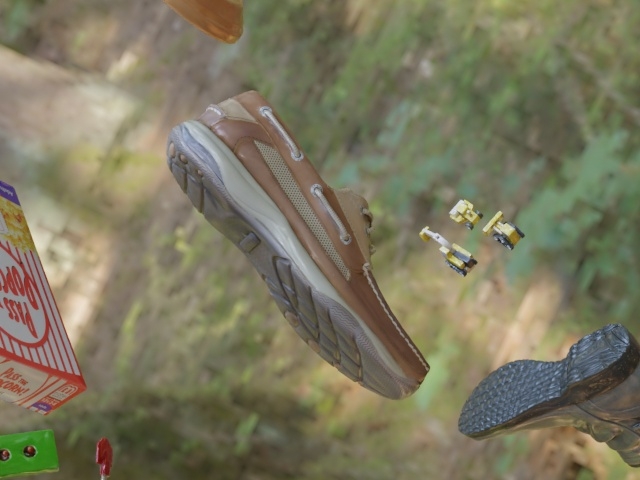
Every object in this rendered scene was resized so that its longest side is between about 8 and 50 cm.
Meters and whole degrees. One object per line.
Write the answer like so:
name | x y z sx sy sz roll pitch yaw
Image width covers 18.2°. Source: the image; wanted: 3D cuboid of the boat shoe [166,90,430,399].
boat shoe | 0.000 0.000 1.805 0.116 0.324 0.123 -41 7 -20

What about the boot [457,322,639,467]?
boot | 0.271 0.185 2.023 0.246 0.161 0.083 -26 33 41

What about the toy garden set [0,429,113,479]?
toy garden set | -0.257 0.311 2.003 0.049 0.204 0.244 113 148 -59

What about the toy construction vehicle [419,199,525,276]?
toy construction vehicle | 0.174 -0.008 2.321 0.086 0.098 0.035 -45 -37 -8

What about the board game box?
board game box | -0.261 0.026 1.492 0.045 0.193 0.147 -33 -28 17

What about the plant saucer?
plant saucer | -0.149 -0.284 2.060 0.037 0.200 0.200 -45 6 13
